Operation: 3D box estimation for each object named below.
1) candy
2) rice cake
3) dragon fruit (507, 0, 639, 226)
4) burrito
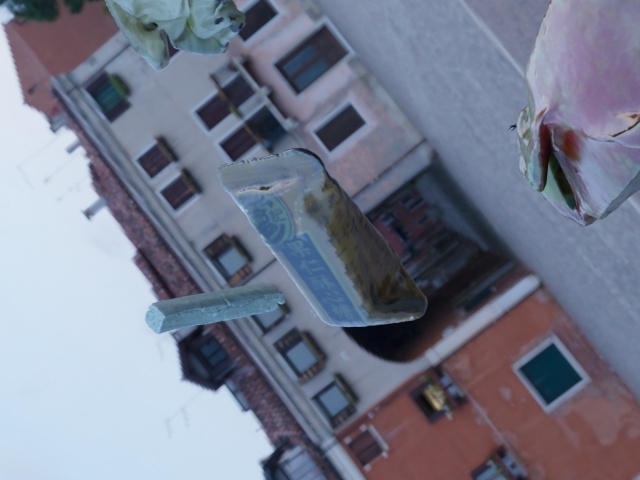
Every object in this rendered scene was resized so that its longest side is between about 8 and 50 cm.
[{"bbox_3d":[0.000,0.000,0.988,0.271,0.143,0.101,52,-134,-37],"label":"candy"},{"bbox_3d":[-0.156,0.100,1.378,0.245,0.042,0.045,-8,-147,-44],"label":"rice cake"},{"bbox_3d":[0.198,-0.119,0.423,0.130,0.268,0.295,43,146,22],"label":"dragon fruit"},{"bbox_3d":[-0.245,-0.389,1.272,0.332,0.190,0.135,47,-151,-52],"label":"burrito"}]
